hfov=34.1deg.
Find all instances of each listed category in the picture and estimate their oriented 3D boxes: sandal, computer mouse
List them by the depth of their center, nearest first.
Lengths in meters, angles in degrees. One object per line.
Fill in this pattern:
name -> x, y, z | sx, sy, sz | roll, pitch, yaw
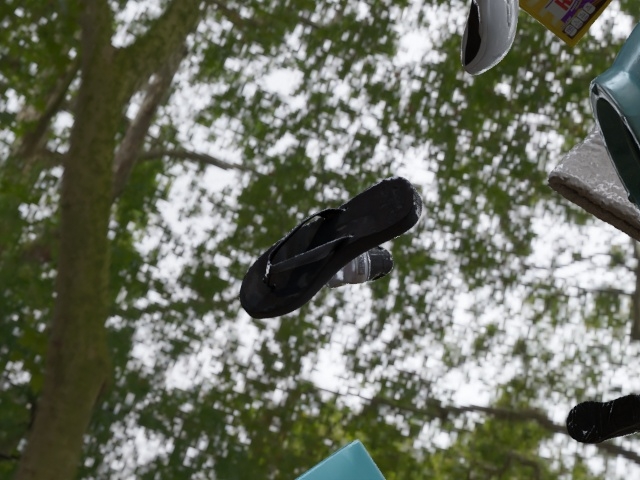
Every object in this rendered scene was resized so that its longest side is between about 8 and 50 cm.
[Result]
computer mouse -> 0.210, -0.282, 1.218 | 0.042, 0.106, 0.193 | 31, -52, 39
sandal -> 0.000, -0.001, 1.246 | 0.254, 0.097, 0.054 | -36, -44, 12

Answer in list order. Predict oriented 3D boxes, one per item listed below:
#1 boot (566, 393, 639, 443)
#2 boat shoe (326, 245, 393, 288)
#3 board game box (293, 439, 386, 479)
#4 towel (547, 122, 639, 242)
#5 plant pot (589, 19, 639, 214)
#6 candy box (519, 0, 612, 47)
boot -> 0.332, 0.187, 1.094 | 0.099, 0.045, 0.121 | 8, -24, -30
boat shoe -> 0.056, 0.032, 1.663 | 0.076, 0.080, 0.228 | -6, -2, -16
board game box -> -0.113, 0.292, 0.782 | 0.079, 0.336, 0.254 | 56, -22, 11
towel -> 0.440, -0.054, 1.296 | 0.282, 0.187, 0.049 | 33, -39, 18
plant pot -> 0.381, -0.115, 0.996 | 0.196, 0.293, 0.293 | -26, -45, 5
candy box -> 0.346, -0.357, 1.325 | 0.105, 0.027, 0.206 | 37, -70, -3
